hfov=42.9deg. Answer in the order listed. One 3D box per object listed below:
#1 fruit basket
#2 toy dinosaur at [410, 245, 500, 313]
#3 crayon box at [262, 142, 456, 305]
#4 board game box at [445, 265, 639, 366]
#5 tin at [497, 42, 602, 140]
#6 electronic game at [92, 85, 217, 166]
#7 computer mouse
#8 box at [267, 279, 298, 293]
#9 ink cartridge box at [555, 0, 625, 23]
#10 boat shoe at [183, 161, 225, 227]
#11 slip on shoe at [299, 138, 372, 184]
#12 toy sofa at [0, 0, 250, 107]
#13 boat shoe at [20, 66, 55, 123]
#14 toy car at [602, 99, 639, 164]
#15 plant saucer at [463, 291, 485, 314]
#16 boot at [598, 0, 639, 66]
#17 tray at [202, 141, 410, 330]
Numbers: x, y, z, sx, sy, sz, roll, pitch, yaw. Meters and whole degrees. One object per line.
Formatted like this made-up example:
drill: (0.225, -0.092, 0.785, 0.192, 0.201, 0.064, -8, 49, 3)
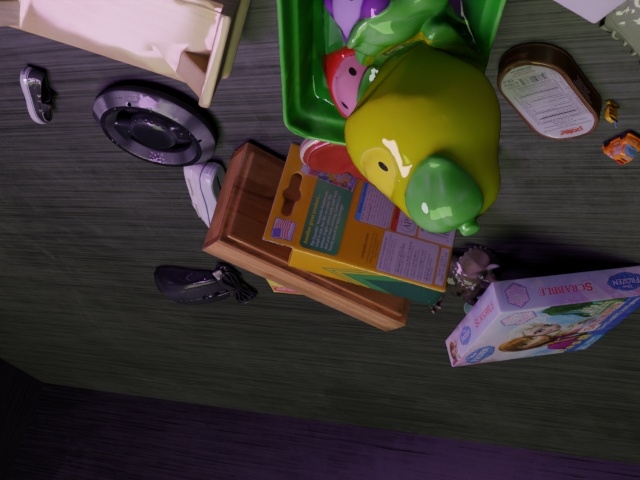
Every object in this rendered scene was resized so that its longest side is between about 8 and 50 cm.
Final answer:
fruit basket: (0.082, -0.183, 0.946, 0.283, 0.392, 0.392, 12, 154, 6)
toy dinosaur: (0.266, 0.078, 1.694, 0.313, 0.121, 0.160, -2, 138, 39)
crayon box: (0.075, -0.029, 1.441, 0.323, 0.203, 0.083, 16, 155, -2)
board game box: (0.448, 0.158, 1.633, 0.318, 0.066, 0.319, -6, 154, -11)
tin: (0.323, -0.205, 1.150, 0.106, 0.040, 0.189, -6, 148, 44)
electronic game: (-0.298, -0.202, 1.466, 0.229, 0.048, 0.229, 12, 155, 5)
computer mouse: (-0.319, 0.124, 2.106, 0.272, 0.072, 0.188, 2, 152, 24)
box: (-0.095, 0.046, 1.845, 0.087, 0.058, 0.232, 5, 153, 17)
ink cartridge box: (0.163, -0.356, 0.780, 0.332, 0.165, 0.065, 25, 152, -19)
boat shoe: (-0.221, -0.086, 1.644, 0.075, 0.083, 0.226, 20, 145, 17)
slip on shoe: (0.120, -0.122, 1.348, 0.331, 0.101, 0.123, 9, 156, 14)
toy sofa: (-0.284, -0.334, 1.117, 0.362, 0.177, 0.150, 17, 130, -5)
boat shoe: (-0.503, -0.256, 1.468, 0.040, 0.049, 0.142, 13, 152, 3)
toy car: (0.427, -0.150, 1.196, 0.060, 0.041, 0.122, -11, 144, 43)
plant saucer: (0.418, 0.150, 1.808, 0.195, 0.037, 0.195, 12, 154, 6)
boot: (0.397, -0.250, 0.974, 0.123, 0.095, 0.258, 13, 146, 17)
tray: (0.000, 0.000, 1.528, 0.411, 0.203, 0.076, 25, 153, -24)
